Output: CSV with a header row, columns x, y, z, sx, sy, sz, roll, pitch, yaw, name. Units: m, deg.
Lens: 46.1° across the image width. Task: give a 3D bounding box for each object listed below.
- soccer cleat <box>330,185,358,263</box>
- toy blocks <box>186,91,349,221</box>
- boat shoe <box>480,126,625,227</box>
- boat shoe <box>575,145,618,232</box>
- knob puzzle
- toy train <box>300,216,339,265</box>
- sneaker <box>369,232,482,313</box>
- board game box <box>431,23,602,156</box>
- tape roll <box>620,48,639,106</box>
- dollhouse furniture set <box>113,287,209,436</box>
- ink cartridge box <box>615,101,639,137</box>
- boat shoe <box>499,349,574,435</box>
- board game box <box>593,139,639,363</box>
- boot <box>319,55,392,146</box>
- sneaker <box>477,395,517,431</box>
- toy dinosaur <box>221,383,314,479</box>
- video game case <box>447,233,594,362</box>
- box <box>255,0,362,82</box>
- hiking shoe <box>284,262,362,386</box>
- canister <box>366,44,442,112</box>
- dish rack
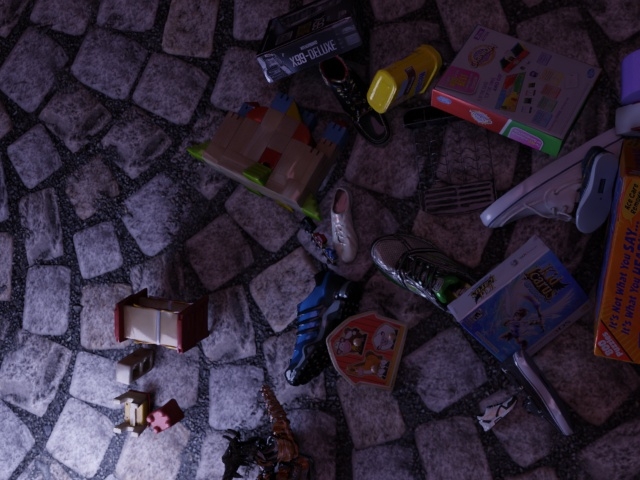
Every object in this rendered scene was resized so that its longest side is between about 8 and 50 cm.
x,y,z,sx,sy,sz,roll,pitch,yaw,name
0.054,-0.041,1.890,0.068,0.076,0.196,-5,84,17,soccer cleat
-0.109,-0.250,1.928,0.382,0.191,0.260,26,81,18,toy blocks
0.556,-0.098,1.722,0.367,0.136,0.156,-31,80,2,boat shoe
0.592,-0.112,1.628,0.065,0.083,0.183,10,112,-2,boat shoe
0.108,0.262,1.819,0.213,0.030,0.213,-1,93,-13,knob puzzle
0.000,0.000,1.914,0.158,0.027,0.036,54,128,24,toy train
0.269,0.080,1.776,0.344,0.146,0.134,27,93,18,sneaker
0.453,-0.356,1.750,0.317,0.064,0.242,27,65,18,board game box
0.781,-0.343,1.589,0.275,0.275,0.090,-1,85,17,tape roll
-0.419,0.328,1.988,0.202,0.152,0.373,8,104,17,dollhouse furniture set
0.743,-0.262,1.648,0.151,0.109,0.063,4,86,-18,ink cartridge box
0.484,0.353,1.698,0.076,0.080,0.228,-33,101,22,boat shoe
0.748,0.026,1.465,0.357,0.356,0.356,9,110,18,board game box
0.083,-0.347,1.857,0.085,0.179,0.236,-32,76,12,boot
0.412,0.397,1.756,0.109,0.040,0.043,-43,72,9,sneaker
-0.126,0.534,1.880,0.219,0.164,0.321,-5,64,2,toy dinosaur
0.447,0.145,1.659,0.244,0.269,0.061,-42,41,9,video game case
-0.019,-0.513,1.853,0.243,0.307,0.076,-19,119,15,box
-0.013,0.218,1.884,0.132,0.113,0.304,30,88,33,hiking shoe
0.200,-0.387,1.811,0.170,0.126,0.073,-34,73,-32,canister
0.319,-0.197,1.825,0.209,0.074,0.271,-8,82,17,dish rack
